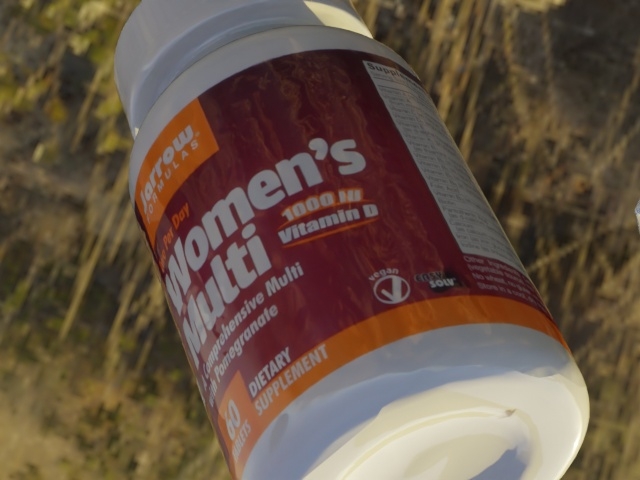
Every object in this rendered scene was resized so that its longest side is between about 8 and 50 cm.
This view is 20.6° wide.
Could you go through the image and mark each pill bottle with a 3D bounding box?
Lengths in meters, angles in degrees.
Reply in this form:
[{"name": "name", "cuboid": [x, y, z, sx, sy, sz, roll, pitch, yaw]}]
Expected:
[{"name": "pill bottle", "cuboid": [0.000, 0.000, 0.637, 0.121, 0.221, 0.121, -15, 140, -13]}]

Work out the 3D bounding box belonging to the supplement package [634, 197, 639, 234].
[{"name": "supplement package", "cuboid": [0.397, -0.106, 1.442, 0.175, 0.293, 0.177, 23, 176, 15]}]
